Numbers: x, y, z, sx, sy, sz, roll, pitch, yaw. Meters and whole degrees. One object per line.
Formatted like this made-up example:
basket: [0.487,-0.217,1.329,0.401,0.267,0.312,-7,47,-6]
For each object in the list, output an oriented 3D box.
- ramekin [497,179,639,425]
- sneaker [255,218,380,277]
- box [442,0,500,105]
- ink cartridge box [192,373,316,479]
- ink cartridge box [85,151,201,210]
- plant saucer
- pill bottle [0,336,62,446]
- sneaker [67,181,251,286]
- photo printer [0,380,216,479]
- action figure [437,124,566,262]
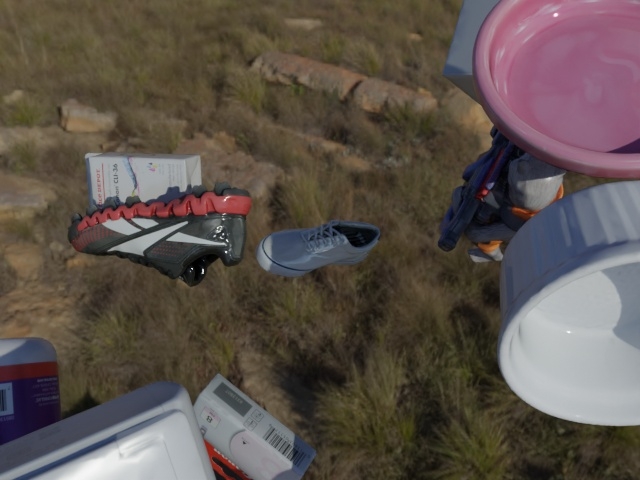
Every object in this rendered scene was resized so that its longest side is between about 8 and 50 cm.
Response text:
ramekin: [0.325,0.068,0.709,0.277,0.277,0.135,6,43,1]
sneaker: [0.000,0.000,1.196,0.258,0.091,0.094,-9,61,-41]
box: [0.403,-0.437,1.270,0.168,0.346,0.215,13,-6,46]
ink cartridge box: [-0.129,0.334,1.011,0.189,0.232,0.066,36,38,8]
ink cartridge box: [-0.291,-0.078,1.033,0.198,0.115,0.067,3,15,11]
plant saucer: [0.354,-0.203,0.805,0.331,0.084,0.332,-5,59,9]
pill bottle: [-0.388,0.281,0.755,0.181,0.323,0.181,-8,-9,-1]
sneaker: [-0.227,0.003,0.925,0.275,0.135,0.097,-8,-4,9]
photo printer: [-0.173,0.291,0.474,0.256,0.308,0.107,-20,10,-25]
action figure: [0.326,-0.103,1.038,0.178,0.341,0.330,29,1,8]
